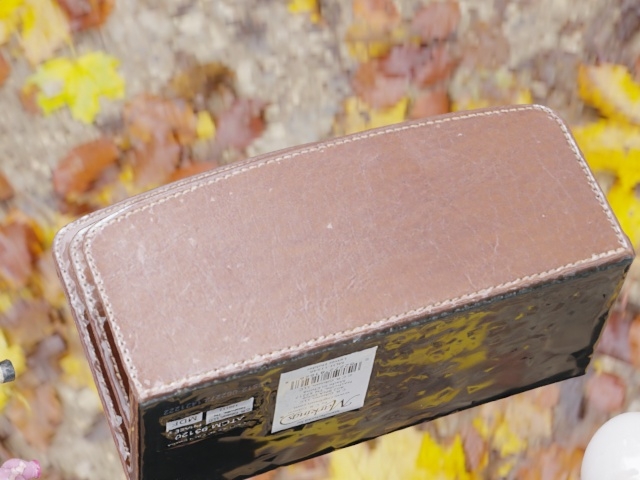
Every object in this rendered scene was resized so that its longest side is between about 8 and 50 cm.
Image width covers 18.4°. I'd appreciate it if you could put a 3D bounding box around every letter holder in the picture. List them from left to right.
[{"bbox_3d":[0.000,0.000,1.207,0.302,0.152,0.214,-16,62,-14],"label":"letter holder"}]

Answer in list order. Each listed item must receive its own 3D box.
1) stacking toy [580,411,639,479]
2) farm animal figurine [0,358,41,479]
[{"bbox_3d":[0.329,0.363,1.861,0.350,0.351,0.480,-1,52,2],"label":"stacking toy"},{"bbox_3d":[-0.354,0.256,1.615,0.172,0.327,0.330,-10,91,-34],"label":"farm animal figurine"}]
